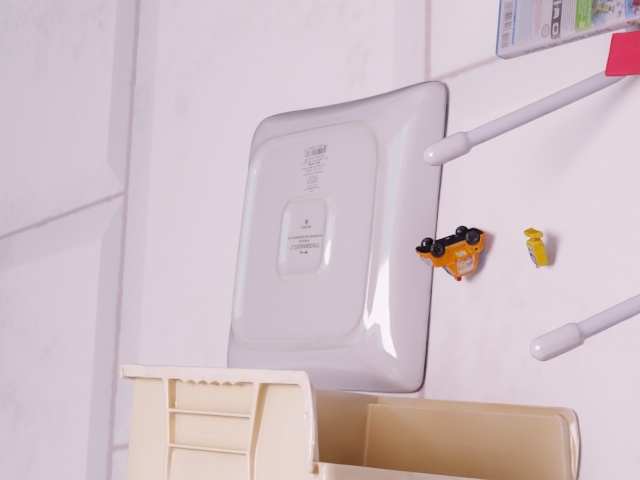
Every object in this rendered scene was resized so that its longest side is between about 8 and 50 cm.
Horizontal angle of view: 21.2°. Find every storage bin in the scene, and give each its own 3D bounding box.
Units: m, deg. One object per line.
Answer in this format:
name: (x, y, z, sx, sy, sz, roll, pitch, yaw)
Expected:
storage bin: (0.019, 0.170, 1.306, 0.260, 0.262, 0.123, -4, 78, 52)

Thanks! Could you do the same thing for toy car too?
toy car: (0.130, 0.016, 1.383, 0.122, 0.060, 0.041, 8, 118, 60)

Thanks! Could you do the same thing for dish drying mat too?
dish drying mat: (0.225, -0.126, 1.137, 0.083, 0.008, 0.032, 1, 77, 52)

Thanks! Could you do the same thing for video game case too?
video game case: (0.191, -0.200, 1.200, 0.166, 0.015, 0.119, -11, 68, 49)

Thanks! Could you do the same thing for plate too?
plate: (0.000, 0.000, 1.564, 0.277, 0.045, 0.278, -7, 74, 52)

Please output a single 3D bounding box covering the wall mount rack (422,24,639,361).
wall mount rack: (0.239, -0.085, 1.204, 0.304, 0.130, 0.350, -53, 42, 29)
